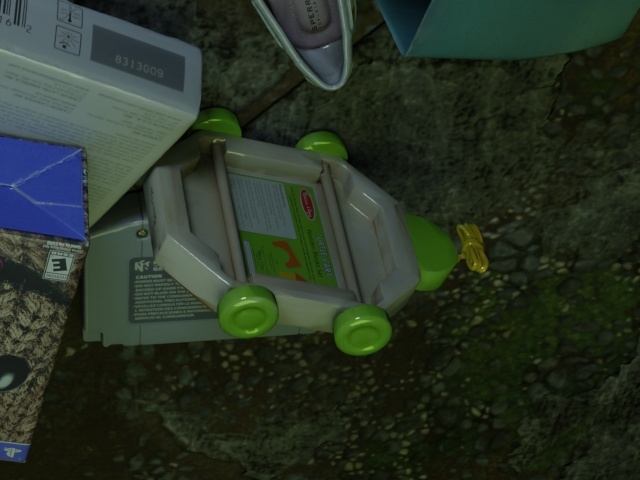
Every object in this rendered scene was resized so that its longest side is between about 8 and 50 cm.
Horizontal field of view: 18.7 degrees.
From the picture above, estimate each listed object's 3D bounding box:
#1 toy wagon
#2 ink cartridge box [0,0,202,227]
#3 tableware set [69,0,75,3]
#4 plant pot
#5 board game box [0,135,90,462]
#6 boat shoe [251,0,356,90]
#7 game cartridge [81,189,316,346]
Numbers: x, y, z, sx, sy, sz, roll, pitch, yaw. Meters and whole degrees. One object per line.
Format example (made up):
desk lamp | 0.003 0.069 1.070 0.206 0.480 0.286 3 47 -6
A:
toy wagon | 0.000 0.000 1.904 0.344 0.267 0.068 11 132 -23
ink cartridge box | -0.336 -0.107 1.869 0.308 0.091 0.385 17 147 -27
tableware set | -0.284 -0.242 1.744 0.141 0.020 0.169 2 154 -12
plant pot | 0.183 -0.266 1.768 0.234 0.166 0.165 5 133 -26
board game box | -0.360 0.048 1.821 0.232 0.141 0.291 9 129 -15
boat shoe | -0.035 -0.276 1.742 0.118 0.103 0.320 -17 134 3
game cartridge | -0.104 0.023 2.055 0.297 0.062 0.198 -3 130 -10
